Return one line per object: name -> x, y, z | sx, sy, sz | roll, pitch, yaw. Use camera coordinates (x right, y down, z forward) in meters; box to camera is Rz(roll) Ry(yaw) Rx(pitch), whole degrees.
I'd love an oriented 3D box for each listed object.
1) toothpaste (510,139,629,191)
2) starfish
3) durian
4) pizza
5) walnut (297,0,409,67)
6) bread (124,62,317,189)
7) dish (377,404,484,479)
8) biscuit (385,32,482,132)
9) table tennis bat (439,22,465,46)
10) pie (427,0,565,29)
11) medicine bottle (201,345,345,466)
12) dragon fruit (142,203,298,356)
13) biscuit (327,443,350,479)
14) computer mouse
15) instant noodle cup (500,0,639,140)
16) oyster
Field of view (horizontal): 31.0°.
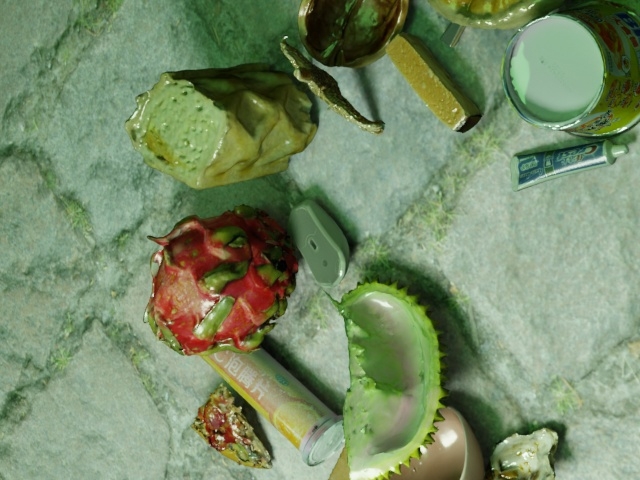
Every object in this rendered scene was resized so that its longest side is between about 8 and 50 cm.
toothpaste -> 0.367, -0.117, 1.714 | 0.197, 0.035, 0.057 | -12, 75, 40
starfish -> 0.014, -0.239, 1.863 | 0.231, 0.295, 0.048 | 41, 97, -10
durian -> 0.112, 0.217, 1.862 | 0.158, 0.169, 0.351 | 126, 145, -56
pizza -> -0.190, 0.349, 2.178 | 0.201, 0.053, 0.193 | 17, 134, 39
walnut -> 0.057, -0.382, 1.862 | 0.167, 0.087, 0.211 | 26, 116, -11
bread -> -0.161, -0.201, 1.974 | 0.239, 0.252, 0.196 | 24, 113, 30
dish -> 0.190, 0.384, 1.881 | 0.213, 0.090, 0.213 | -36, 33, 29
biscuit -> 0.179, -0.251, 1.822 | 0.188, 0.056, 0.052 | 54, 127, 16
table tennis bat -> 0.251, -0.391, 1.764 | 0.130, 0.019, 0.220 | 45, 121, 23
pie -> 0.269, -0.465, 1.683 | 0.339, 0.077, 0.339 | 1, 92, 35
medicine bottle -> -0.131, 0.241, 2.123 | 0.426, 0.108, 0.108 | 38, 119, 28
dragon fruit -> -0.180, 0.077, 2.037 | 0.302, 0.237, 0.231 | -52, 53, 4
biscuit -> 0.111, 0.464, 2.030 | 0.237, 0.013, 0.232 | 37, 119, 27
computer mouse -> 0.000, 0.000, 2.007 | 0.089, 0.056, 0.181 | -50, 61, 34
instant noodle cup -> 0.355, -0.239, 1.626 | 0.205, 0.153, 0.205 | 7, 101, 38
oyster -> 0.319, 0.354, 1.823 | 0.148, 0.051, 0.103 | -17, 70, 38
